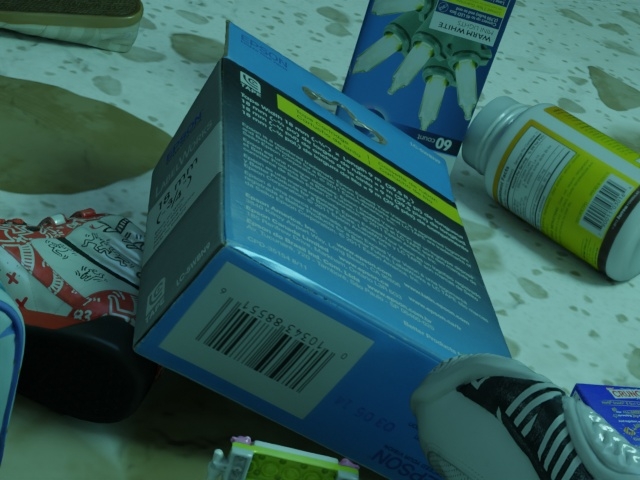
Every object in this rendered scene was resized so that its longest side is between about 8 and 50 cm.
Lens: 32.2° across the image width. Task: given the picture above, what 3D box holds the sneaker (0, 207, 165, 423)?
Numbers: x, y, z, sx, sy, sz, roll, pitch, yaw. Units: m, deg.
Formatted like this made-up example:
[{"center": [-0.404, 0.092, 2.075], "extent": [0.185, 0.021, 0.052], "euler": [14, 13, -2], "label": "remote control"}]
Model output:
[{"center": [-0.221, 0.020, 0.754], "extent": [0.270, 0.090, 0.145], "euler": [23, 29, 1], "label": "sneaker"}]

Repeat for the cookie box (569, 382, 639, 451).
[{"center": [0.243, 0.157, 0.825], "extent": [0.092, 0.040, 0.107], "euler": [6, 32, -19], "label": "cookie box"}]

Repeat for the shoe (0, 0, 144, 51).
[{"center": [-0.302, -0.242, 1.188], "extent": [0.219, 0.058, 0.076], "euler": [7, 51, -12], "label": "shoe"}]

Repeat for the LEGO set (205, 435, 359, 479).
[{"center": [-0.067, 0.173, 0.561], "extent": [0.287, 0.107, 0.132], "euler": [2, 33, -26], "label": "LEGO set"}]

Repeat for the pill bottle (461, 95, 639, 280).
[{"center": [0.249, -0.060, 1.113], "extent": [0.215, 0.117, 0.117], "euler": [38, 35, 30], "label": "pill bottle"}]

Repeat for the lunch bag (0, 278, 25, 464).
[{"center": [-0.263, 0.077, 0.546], "extent": [0.219, 0.176, 0.090], "euler": [-7, 38, -35], "label": "lunch bag"}]

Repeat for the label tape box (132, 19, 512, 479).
[{"center": [0.000, 0.000, 0.819], "extent": [0.241, 0.106, 0.333], "euler": [31, 25, -21], "label": "label tape box"}]

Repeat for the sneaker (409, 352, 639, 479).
[{"center": [0.105, 0.204, 0.492], "extent": [0.137, 0.210, 0.366], "euler": [49, -5, -38], "label": "sneaker"}]

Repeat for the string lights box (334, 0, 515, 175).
[{"center": [0.103, -0.192, 1.109], "extent": [0.133, 0.259, 0.076], "euler": [15, 29, -4], "label": "string lights box"}]
